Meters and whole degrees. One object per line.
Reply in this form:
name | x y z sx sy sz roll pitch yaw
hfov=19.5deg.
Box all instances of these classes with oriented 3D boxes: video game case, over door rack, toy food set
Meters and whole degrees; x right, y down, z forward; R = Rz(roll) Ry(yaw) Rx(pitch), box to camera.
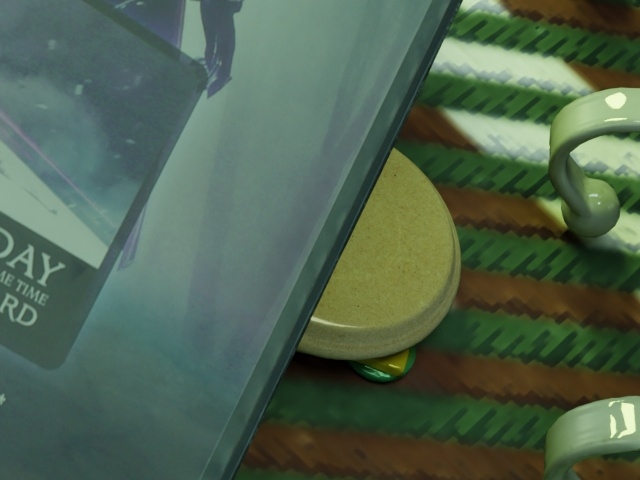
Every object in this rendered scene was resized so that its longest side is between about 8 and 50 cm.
video game case | -0.063 -0.070 0.386 0.196 0.026 0.274 32 75 -23
over door rack | 0.229 -0.005 0.552 0.324 0.108 0.240 3 54 4
toy food set | 0.000 0.000 0.527 0.083 0.020 0.083 22 52 -8
